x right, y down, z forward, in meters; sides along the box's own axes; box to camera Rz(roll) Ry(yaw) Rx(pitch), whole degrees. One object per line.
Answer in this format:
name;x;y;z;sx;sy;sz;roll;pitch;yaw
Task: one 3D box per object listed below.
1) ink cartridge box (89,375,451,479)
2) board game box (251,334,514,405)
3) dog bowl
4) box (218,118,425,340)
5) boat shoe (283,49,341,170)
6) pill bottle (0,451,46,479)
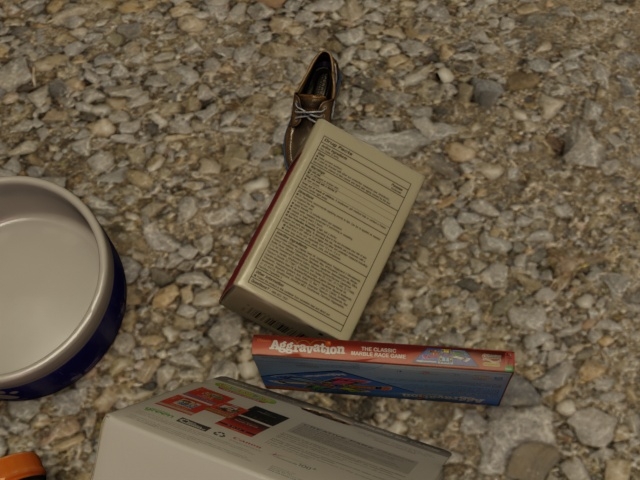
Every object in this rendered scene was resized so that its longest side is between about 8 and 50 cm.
ink cartridge box;-0.040;0.262;0.997;0.309;0.272;0.130;16;97;18
board game box;0.070;0.149;1.077;0.281;0.145;0.027;3;65;5
dog bowl;-0.378;0.060;1.166;0.265;0.104;0.264;-2;67;4
box;0.000;0.000;1.135;0.149;0.127;0.232;29;71;-6
boat shoe;-0.014;-0.170;1.257;0.066;0.066;0.183;6;68;6
pill bottle;-0.306;0.356;1.025;0.130;0.130;0.245;-26;68;-7
